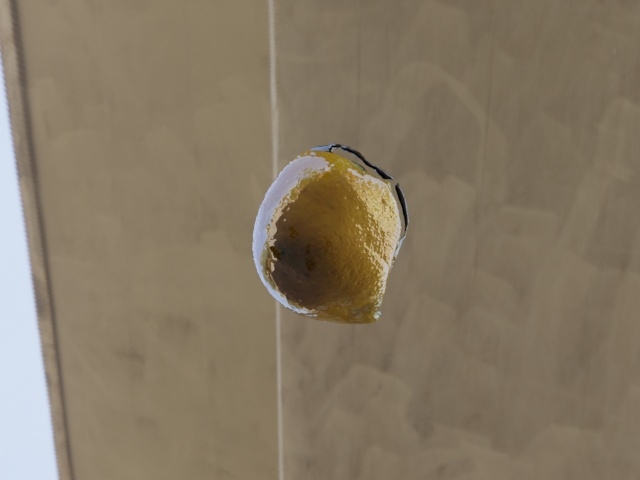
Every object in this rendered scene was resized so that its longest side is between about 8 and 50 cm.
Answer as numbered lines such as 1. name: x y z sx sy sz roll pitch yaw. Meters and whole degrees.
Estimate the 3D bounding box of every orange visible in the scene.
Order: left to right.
1. orange: 0.000 0.000 0.867 0.160 0.112 0.170 -25 -99 33
